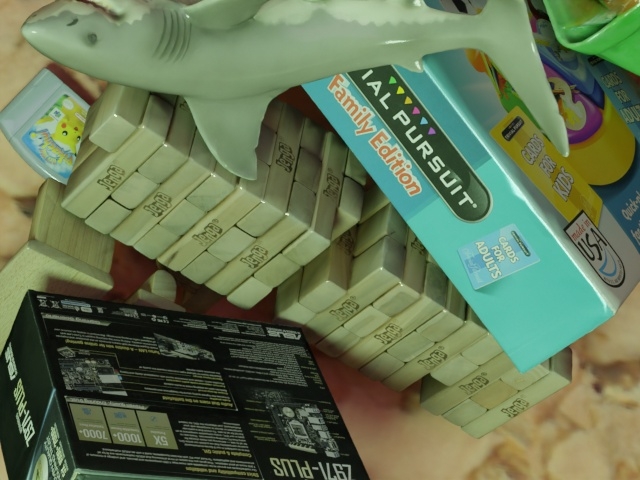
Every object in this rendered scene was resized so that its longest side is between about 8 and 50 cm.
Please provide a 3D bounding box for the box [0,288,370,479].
[{"bbox_3d":[-0.081,0.112,0.920,0.180,0.077,0.147,9,33,-29],"label":"box"}]

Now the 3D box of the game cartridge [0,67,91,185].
[{"bbox_3d":[-0.166,-0.066,1.062,0.083,0.017,0.056,41,74,-4],"label":"game cartridge"}]

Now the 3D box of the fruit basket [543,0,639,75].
[{"bbox_3d":[0.164,-0.274,1.022,0.353,0.165,0.327,44,25,-42],"label":"fruit basket"}]

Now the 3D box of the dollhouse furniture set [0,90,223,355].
[{"bbox_3d":[-0.140,0.008,1.040,0.144,0.123,0.151,28,44,-25],"label":"dollhouse furniture set"}]

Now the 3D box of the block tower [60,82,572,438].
[{"bbox_3d":[0.000,0.000,1.006,0.335,0.097,0.091,32,42,-23],"label":"block tower"}]

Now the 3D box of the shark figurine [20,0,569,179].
[{"bbox_3d":[-0.013,-0.088,0.893,0.278,0.166,0.116,1,100,-2],"label":"shark figurine"}]

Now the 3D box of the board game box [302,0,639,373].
[{"bbox_3d":[0.094,-0.112,1.041,0.336,0.079,0.254,53,32,0],"label":"board game box"}]
